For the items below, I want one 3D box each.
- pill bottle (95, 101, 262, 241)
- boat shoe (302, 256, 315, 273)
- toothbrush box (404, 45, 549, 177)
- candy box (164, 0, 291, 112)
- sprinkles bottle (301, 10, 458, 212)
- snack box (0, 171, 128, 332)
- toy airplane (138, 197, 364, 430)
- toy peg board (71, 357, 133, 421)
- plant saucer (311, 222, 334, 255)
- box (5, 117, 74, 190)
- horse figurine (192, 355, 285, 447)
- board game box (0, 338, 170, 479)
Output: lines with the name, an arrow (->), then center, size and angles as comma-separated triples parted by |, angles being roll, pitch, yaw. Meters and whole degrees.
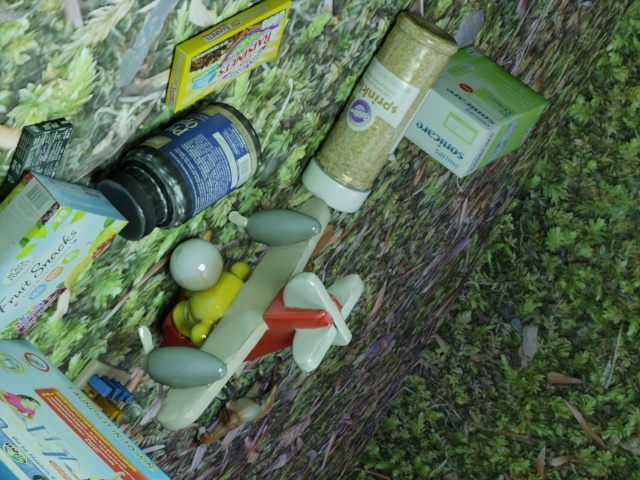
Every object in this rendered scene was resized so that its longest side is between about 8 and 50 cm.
pill bottle -> -0.192, -0.091, 1.587 | 0.219, 0.123, 0.122 | -37, 158, -37
boat shoe -> -0.037, 0.056, 2.358 | 0.060, 0.064, 0.178 | -44, 159, -15
toothbrush box -> 0.284, -0.257, 2.285 | 0.283, 0.206, 0.122 | -28, 151, -50
candy box -> -0.124, -0.255, 1.583 | 0.206, 0.027, 0.105 | -36, 161, -37
sprinkles bottle -> 0.101, -0.222, 2.048 | 0.355, 0.121, 0.121 | -58, 161, 21
snack box -> -0.363, 0.020, 1.450 | 0.207, 0.070, 0.174 | -47, 163, 7
toy airplane -> -0.126, 0.101, 1.891 | 0.384, 0.272, 0.386 | -41, -163, 9
toy peg board -> -0.379, 0.294, 1.970 | 0.160, 0.079, 0.161 | -50, 163, -3
plant saucer -> 0.000, 0.000, 2.419 | 0.083, 0.013, 0.083 | -44, 161, -20
box -> -0.333, -0.102, 1.388 | 0.067, 0.018, 0.083 | -25, 149, -54
horse figurine -> -0.166, 0.364, 2.655 | 0.263, 0.066, 0.174 | -30, 148, -43
board game box -> -0.385, 0.255, 1.500 | 0.086, 0.308, 0.302 | -52, 162, 8
